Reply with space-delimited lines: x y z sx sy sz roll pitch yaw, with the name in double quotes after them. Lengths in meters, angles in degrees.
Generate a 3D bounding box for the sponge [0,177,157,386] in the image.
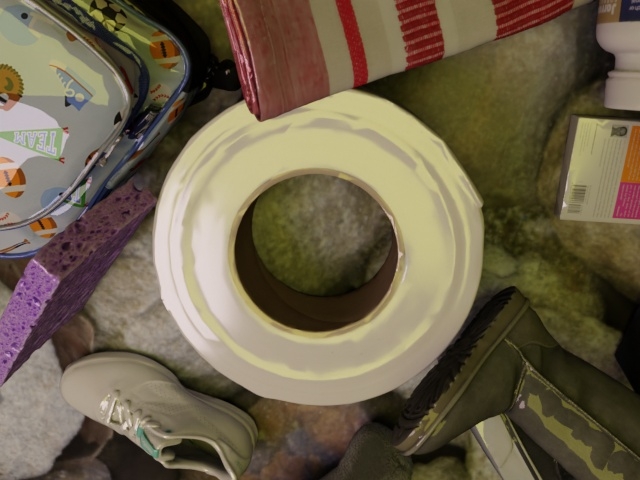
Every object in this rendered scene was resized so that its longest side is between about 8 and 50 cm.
-0.222 0.040 0.569 0.031 0.117 0.210 42 133 -6 "sponge"

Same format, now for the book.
0.296 -0.061 0.600 0.144 0.035 0.096 4 109 2 "book"

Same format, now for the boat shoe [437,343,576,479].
0.226 0.211 0.636 0.104 0.113 0.306 -34 94 3 "boat shoe"

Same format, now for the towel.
0.073 -0.246 0.474 0.328 0.037 0.237 -22 119 -15 "towel"

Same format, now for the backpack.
-0.251 -0.117 0.535 0.276 0.213 0.263 38 114 -10 "backpack"

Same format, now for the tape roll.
0.000 0.000 0.598 0.285 0.100 0.287 1 104 3 "tape roll"

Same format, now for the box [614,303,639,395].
0.381 0.084 0.593 0.155 0.093 0.158 13 115 -1 "box"

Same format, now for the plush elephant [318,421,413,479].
-0.008 0.400 0.646 0.329 0.255 0.272 -25 60 -23 "plush elephant"

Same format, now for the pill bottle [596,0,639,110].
0.280 -0.198 0.522 0.111 0.112 0.187 2 105 3 "pill bottle"

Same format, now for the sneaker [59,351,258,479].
-0.166 0.180 0.658 0.212 0.094 0.080 21 107 -2 "sneaker"

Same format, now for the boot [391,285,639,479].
0.187 0.164 0.547 0.208 0.076 0.189 46 75 -1 "boot"
